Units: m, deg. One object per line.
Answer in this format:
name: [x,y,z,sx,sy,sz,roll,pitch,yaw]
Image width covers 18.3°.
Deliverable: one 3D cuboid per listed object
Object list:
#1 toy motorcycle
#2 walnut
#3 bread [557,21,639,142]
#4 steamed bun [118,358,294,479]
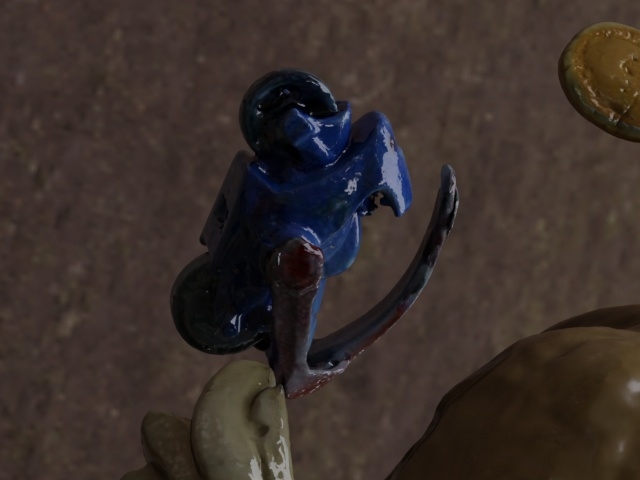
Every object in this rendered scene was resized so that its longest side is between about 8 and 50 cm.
toy motorcycle: [-0.008,-0.012,1.983,0.241,0.182,0.319,3,119,-42]
walnut: [0.215,0.249,1.626,0.383,0.383,0.384,-40,137,-52]
bread: [0.218,-0.112,1.396,0.110,0.110,0.024,-54,173,-40]
steamed bun: [-0.067,0.320,1.262,0.247,0.189,0.428,-117,-165,-60]
